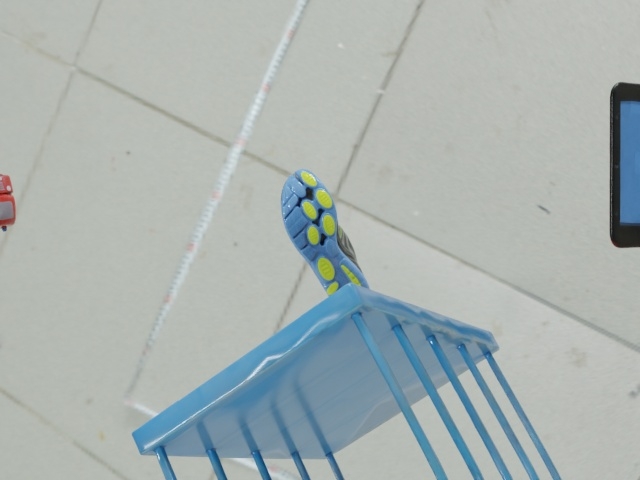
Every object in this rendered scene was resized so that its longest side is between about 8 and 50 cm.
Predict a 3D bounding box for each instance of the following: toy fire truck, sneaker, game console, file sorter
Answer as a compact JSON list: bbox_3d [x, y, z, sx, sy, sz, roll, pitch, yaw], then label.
[{"bbox_3d":[-0.413,0.005,1.237,0.192,0.047,0.135,-14,89,45],"label":"toy fire truck"},{"bbox_3d":[0.000,0.000,1.283,0.067,0.078,0.188,-28,112,-3],"label":"sneaker"},{"bbox_3d":[0.320,-0.065,0.914,0.124,0.085,0.144,1,93,25],"label":"game console"},{"bbox_3d":[0.026,0.105,0.477,0.118,0.170,0.105,-36,64,17],"label":"file sorter"}]
